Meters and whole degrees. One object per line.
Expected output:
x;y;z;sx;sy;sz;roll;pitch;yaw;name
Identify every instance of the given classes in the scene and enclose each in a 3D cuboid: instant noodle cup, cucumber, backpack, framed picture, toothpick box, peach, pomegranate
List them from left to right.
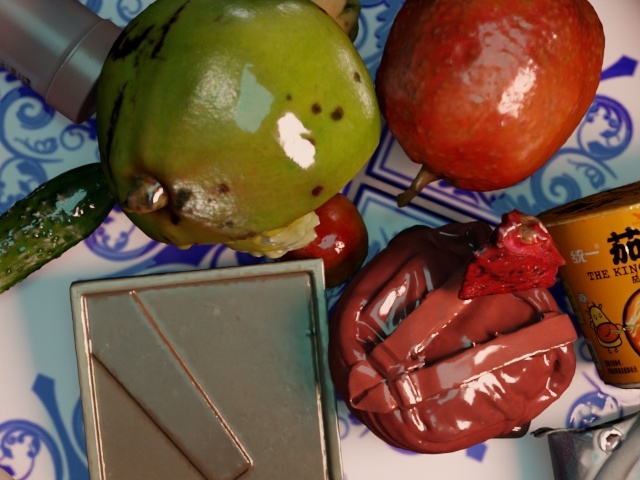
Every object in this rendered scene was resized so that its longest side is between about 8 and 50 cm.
-0.283;0.003;1.643;0.227;0.069;0.069;-35;86;-2;cucumber
-0.258;-0.191;1.646;0.149;0.098;0.098;37;84;2;toothpick box
-0.098;0.185;1.623;0.241;0.020;0.324;-7;94;-2;framed picture
-0.063;-0.133;1.585;0.260;0.260;0.340;26;56;1;pomegranate
0.001;-0.001;1.654;0.098;0.061;0.098;0;88;-8;peach
0.112;0.094;1.602;0.229;0.139;0.229;3;76;-13;backpack
0.314;0.031;1.600;0.216;0.216;0.172;-16;94;-4;instant noodle cup

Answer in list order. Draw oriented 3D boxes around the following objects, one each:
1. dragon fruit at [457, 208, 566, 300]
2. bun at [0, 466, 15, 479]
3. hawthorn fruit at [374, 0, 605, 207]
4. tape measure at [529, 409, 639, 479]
0.175;0.012;1.512;0.063;0.131;0.097;36;66;12;dragon fruit
-0.345;0.280;1.579;0.173;0.120;0.172;12;56;-18;bun
0.145;-0.136;1.614;0.205;0.205;0.253;25;94;1;hawthorn fruit
0.343;0.270;1.596;0.275;0.147;0.256;-7;85;-2;tape measure
